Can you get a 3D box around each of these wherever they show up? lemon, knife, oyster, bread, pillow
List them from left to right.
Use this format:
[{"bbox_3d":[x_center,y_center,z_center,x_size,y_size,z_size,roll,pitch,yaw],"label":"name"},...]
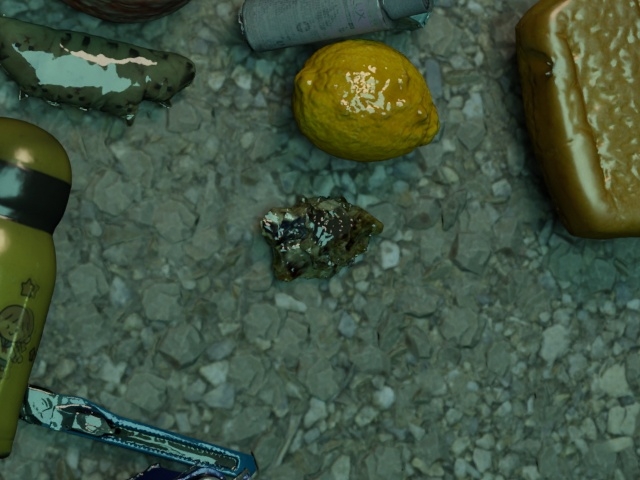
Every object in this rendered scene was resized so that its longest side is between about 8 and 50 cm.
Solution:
[{"bbox_3d":[-0.259,-0.183,1.799,0.241,0.051,0.093,12,80,-18],"label":"pillow"},{"bbox_3d":[-0.208,0.216,1.821,0.296,0.026,0.044,18,72,-16],"label":"knife"},{"bbox_3d":[0.007,-0.007,1.881,0.148,0.051,0.103,-22,103,-27],"label":"oyster"},{"bbox_3d":[0.053,-0.158,1.851,0.187,0.142,0.142,17,84,-20],"label":"lemon"},{"bbox_3d":[0.392,-0.176,1.961,0.328,0.148,0.337,-19,97,-13],"label":"bread"}]

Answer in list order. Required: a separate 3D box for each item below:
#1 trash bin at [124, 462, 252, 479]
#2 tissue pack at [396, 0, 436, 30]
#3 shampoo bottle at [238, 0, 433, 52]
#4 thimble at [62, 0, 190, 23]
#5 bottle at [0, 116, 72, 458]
[{"bbox_3d":[-0.156,0.321,1.726,0.184,0.234,0.162,-30,99,-16],"label":"trash bin"},{"bbox_3d":[0.092,-0.397,1.898,0.177,0.089,0.263,29,78,-18],"label":"tissue pack"},{"bbox_3d":[0.019,-0.259,1.823,0.214,0.072,0.072,-7,91,20],"label":"shampoo bottle"},{"bbox_3d":[-0.211,-0.361,1.760,0.239,0.162,0.239,0,89,-18],"label":"thimble"},{"bbox_3d":[-0.360,0.043,1.701,0.171,0.171,0.351,18,83,-16],"label":"bottle"}]
